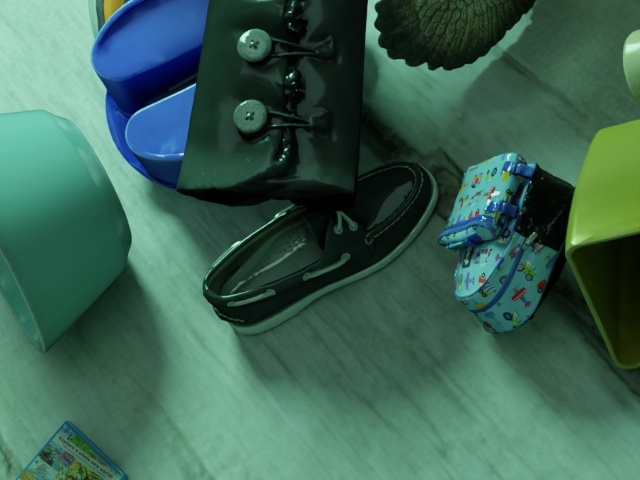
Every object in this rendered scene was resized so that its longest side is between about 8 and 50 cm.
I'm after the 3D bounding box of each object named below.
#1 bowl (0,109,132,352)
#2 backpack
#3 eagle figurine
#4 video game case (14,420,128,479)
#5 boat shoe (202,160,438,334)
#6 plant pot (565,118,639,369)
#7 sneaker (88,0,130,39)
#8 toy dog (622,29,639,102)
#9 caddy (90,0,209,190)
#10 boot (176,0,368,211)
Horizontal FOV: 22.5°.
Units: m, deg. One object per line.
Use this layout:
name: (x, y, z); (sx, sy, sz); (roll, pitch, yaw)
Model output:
bowl: (-0.341, -0.035, 1.965); (0.163, 0.311, 0.311); (-27, 53, -15)
backpack: (0.198, 0.009, 1.748); (0.173, 0.117, 0.158); (-66, 15, -10)
eagle figurine: (0.192, -0.362, 1.917); (0.225, 0.226, 0.298); (-21, 30, 50)
video game case: (-0.319, 0.311, 1.913); (0.119, 0.015, 0.166); (36, 83, 35)
boat shoe: (0.000, 0.000, 1.883); (0.302, 0.091, 0.114); (-39, 55, 2)
plant pot: (0.375, -0.020, 1.661); (0.212, 0.212, 0.187); (-14, 46, 18)
sneaker: (-0.190, -0.385, 2.158); (0.180, 0.124, 0.321); (3, 65, 27)
toy dog: (0.432, -0.232, 1.652); (0.220, 0.333, 0.161); (-8, 93, 21)
caddy: (-0.117, -0.207, 2.001); (0.341, 0.179, 0.241); (-26, 78, 6)
boot: (-0.117, -0.261, 1.857); (0.367, 0.146, 0.445); (2, 87, 19)
